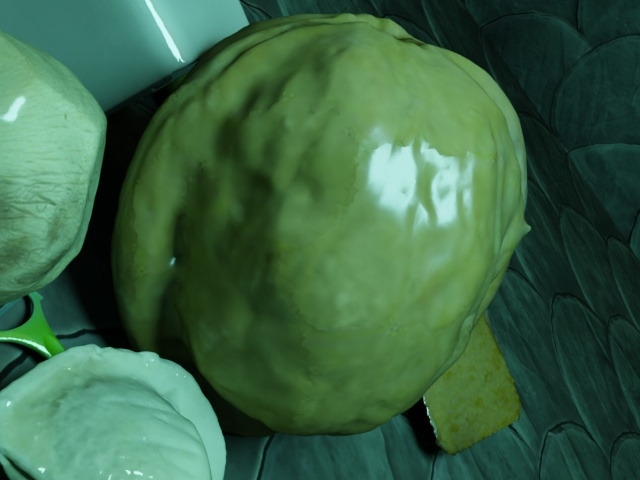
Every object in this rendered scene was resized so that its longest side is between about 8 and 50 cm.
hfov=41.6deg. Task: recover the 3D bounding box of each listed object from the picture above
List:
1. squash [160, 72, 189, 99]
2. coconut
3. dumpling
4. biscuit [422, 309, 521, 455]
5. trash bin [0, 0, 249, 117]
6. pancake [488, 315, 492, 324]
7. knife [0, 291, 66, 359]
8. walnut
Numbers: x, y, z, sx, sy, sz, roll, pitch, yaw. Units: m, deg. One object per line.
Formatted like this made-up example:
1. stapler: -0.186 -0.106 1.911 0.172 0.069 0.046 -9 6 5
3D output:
1. squash: -0.146 -0.214 0.980 0.123 0.123 0.186 7 62 -55
2. coconut: -0.252 -0.047 0.570 0.224 0.224 0.224 38 35 -33
3. dumpling: -0.140 0.159 0.619 0.216 0.126 0.166 31 44 -15
4. biscuit: 0.184 0.151 1.126 0.237 0.013 0.232 -6 75 -53
5. trash bin: -0.251 -0.295 0.780 0.367 0.256 0.296 61 26 -13
6. pancake: 0.123 0.028 1.206 0.382 0.071 0.382 36 38 -35
7. knife: -0.205 0.109 0.676 0.166 0.023 0.078 52 35 -11
8. walnut: 0.002 -0.015 0.754 0.384 0.384 0.383 38 35 -33
